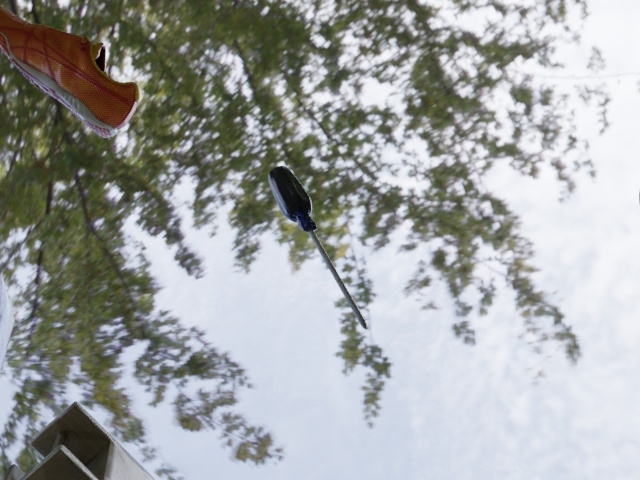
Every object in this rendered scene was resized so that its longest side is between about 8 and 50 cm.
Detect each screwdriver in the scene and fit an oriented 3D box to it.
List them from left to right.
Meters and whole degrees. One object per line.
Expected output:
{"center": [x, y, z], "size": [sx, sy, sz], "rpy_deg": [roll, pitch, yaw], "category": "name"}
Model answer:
{"center": [0.000, 0.000, 0.682], "size": [0.024, 0.170, 0.025], "rpy_deg": [12, -60, -38], "category": "screwdriver"}

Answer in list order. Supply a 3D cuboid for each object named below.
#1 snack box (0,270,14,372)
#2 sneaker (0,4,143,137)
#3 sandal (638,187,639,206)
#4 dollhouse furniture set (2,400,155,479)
{"center": [-0.261, 0.101, 0.685], "size": [0.037, 0.100, 0.141], "rpy_deg": [11, -118, -8], "category": "snack box"}
{"center": [-0.231, -0.161, 0.844], "size": [0.175, 0.064, 0.067], "rpy_deg": [38, -98, 9], "category": "sneaker"}
{"center": [0.316, -0.030, 0.839], "size": [0.067, 0.179, 0.040], "rpy_deg": [-12, -129, 11], "category": "sandal"}
{"center": [-0.146, 0.203, 0.508], "size": [0.129, 0.183, 0.129], "rpy_deg": [-41, -78, 1], "category": "dollhouse furniture set"}
